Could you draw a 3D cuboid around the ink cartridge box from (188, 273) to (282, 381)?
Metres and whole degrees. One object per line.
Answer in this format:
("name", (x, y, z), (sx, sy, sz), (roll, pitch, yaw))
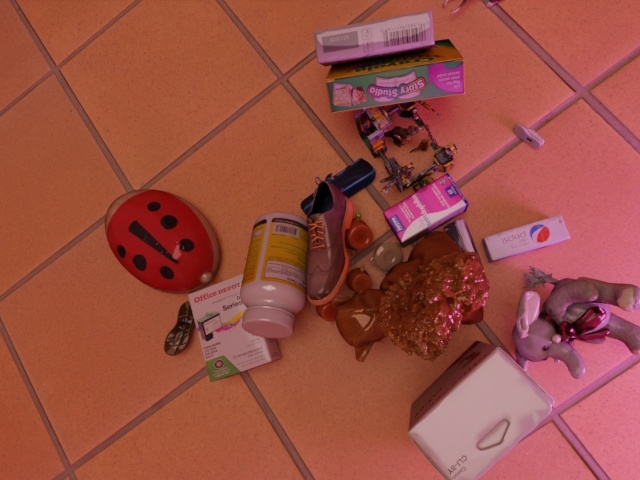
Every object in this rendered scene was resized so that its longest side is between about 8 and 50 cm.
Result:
("ink cartridge box", (-0.263, 0.263, 1.425), (0.202, 0.117, 0.277), (-21, 76, 8))

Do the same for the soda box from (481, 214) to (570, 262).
("soda box", (0.578, -0.003, 1.318), (0.216, 0.069, 0.073), (-18, 78, 9))

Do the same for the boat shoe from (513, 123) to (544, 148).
("boat shoe", (0.622, -0.316, 1.384), (0.035, 0.035, 0.100), (-37, 69, -24))

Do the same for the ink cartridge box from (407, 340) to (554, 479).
("ink cartridge box", (0.365, 0.396, 1.129), (0.279, 0.385, 0.160), (-45, 75, 1))

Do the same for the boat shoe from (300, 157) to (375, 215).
("boat shoe", (0.047, -0.167, 1.456), (0.259, 0.109, 0.089), (-28, 68, -11))

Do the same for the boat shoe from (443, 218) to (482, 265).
("boat shoe", (0.414, 0.052, 1.343), (0.076, 0.080, 0.228), (-22, 79, 25))

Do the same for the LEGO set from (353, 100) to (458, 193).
("LEGO set", (0.247, -0.308, 1.377), (0.255, 0.192, 0.331), (-23, 76, 7))

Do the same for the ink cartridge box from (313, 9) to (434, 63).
("ink cartridge box", (0.165, -0.574, 1.373), (0.309, 0.385, 0.091), (-6, 104, 12))

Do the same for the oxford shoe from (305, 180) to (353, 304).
("oxford shoe", (0.000, 0.000, 1.274), (0.130, 0.132, 0.363), (-13, 51, 28))

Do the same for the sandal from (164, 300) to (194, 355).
("sandal", (-0.443, 0.286, 1.500), (0.072, 0.049, 0.180), (12, 68, 8))

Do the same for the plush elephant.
("plush elephant", (0.611, 0.225, 1.178), (0.330, 0.271, 0.255), (28, 72, 43))

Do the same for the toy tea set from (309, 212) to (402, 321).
("toy tea set", (0.075, 0.084, 1.408), (0.336, 0.124, 0.200), (-45, 104, -2))

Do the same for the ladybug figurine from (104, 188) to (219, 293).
("ladybug figurine", (-0.526, -0.005, 1.505), (0.450, 0.162, 0.305), (32, 88, 15))

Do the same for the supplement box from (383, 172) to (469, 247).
("supplement box", (0.307, -0.085, 1.368), (0.220, 0.114, 0.111), (-32, 76, 7))

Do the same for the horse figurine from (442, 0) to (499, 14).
("horse figurine", (0.454, -0.844, 1.494), (0.175, 0.066, 0.263), (-27, 78, 12))

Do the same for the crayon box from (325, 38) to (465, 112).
("crayon box", (0.213, -0.488, 1.360), (0.364, 0.313, 0.106), (-6, 120, 11))

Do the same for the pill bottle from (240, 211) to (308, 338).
("pill bottle", (-0.127, 0.100, 1.338), (0.188, 0.187, 0.333), (0, 59, 12))

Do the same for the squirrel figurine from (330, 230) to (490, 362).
("squirrel figurine", (0.217, 0.157, 1.192), (0.371, 0.397, 0.280), (-20, 88, -3))
